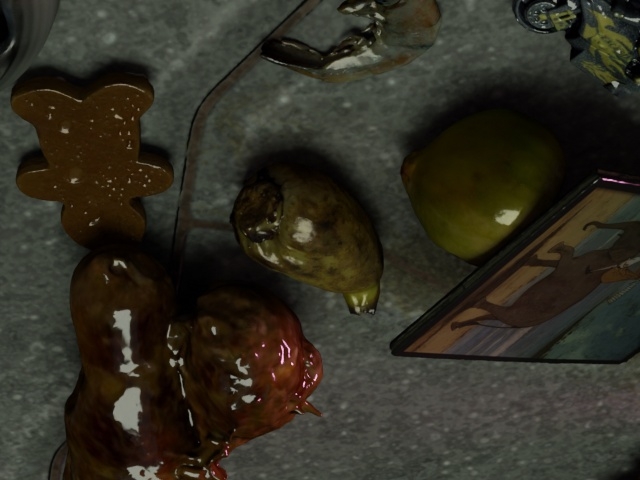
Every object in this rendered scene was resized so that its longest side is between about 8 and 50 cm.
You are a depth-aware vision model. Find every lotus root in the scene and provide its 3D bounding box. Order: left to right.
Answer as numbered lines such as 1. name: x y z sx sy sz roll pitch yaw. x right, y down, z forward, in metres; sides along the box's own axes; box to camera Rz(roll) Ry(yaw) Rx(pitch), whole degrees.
1. lotus root: 0.000 0.000 1.615 0.108 0.094 0.191 5 158 42

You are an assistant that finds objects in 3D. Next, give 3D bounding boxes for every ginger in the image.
1. ginger: -0.132 0.181 1.729 0.254 0.176 0.418 11 129 -6

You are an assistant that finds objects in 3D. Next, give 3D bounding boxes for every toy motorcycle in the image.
1. toy motorcycle: 0.258 -0.175 1.463 0.193 0.061 0.124 29 134 -18

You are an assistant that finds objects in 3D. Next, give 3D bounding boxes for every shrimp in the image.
1. shrimp: 0.004 -0.195 1.457 0.148 0.035 0.195 -21 133 21

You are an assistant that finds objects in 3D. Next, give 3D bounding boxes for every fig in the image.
1. fig: 0.145 -0.043 1.538 0.121 0.136 0.153 45 135 -18

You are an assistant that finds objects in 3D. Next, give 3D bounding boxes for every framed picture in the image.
1. framed picture: 0.256 0.033 1.603 0.347 0.016 0.265 6 140 -46

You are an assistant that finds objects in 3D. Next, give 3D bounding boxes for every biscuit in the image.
1. biscuit: -0.198 -0.067 1.576 0.138 0.031 0.205 -4 135 3

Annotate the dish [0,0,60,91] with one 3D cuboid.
1. dish: -0.339 -0.174 1.395 0.273 0.133 0.273 -2 135 -2

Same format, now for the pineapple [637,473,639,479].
1. pineapple: 0.408 0.299 1.874 0.335 0.158 0.161 -15 133 14
